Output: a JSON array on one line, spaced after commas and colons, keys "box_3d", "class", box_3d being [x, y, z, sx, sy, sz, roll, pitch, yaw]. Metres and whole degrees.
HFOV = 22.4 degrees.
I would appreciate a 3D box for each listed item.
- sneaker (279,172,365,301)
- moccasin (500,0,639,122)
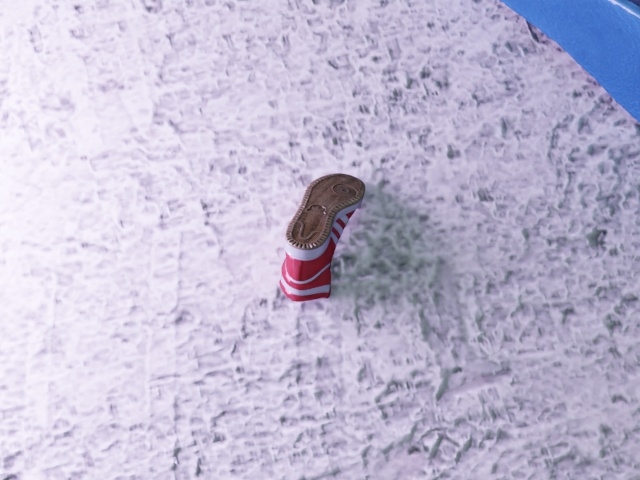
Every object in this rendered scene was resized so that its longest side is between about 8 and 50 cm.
[{"box_3d": [0.000, 0.000, 1.223, 0.042, 0.067, 0.118, 17, 36, 15], "class": "sneaker"}, {"box_3d": [0.248, -0.193, 1.244, 0.117, 0.137, 0.342, -36, 67, -18], "class": "moccasin"}]
